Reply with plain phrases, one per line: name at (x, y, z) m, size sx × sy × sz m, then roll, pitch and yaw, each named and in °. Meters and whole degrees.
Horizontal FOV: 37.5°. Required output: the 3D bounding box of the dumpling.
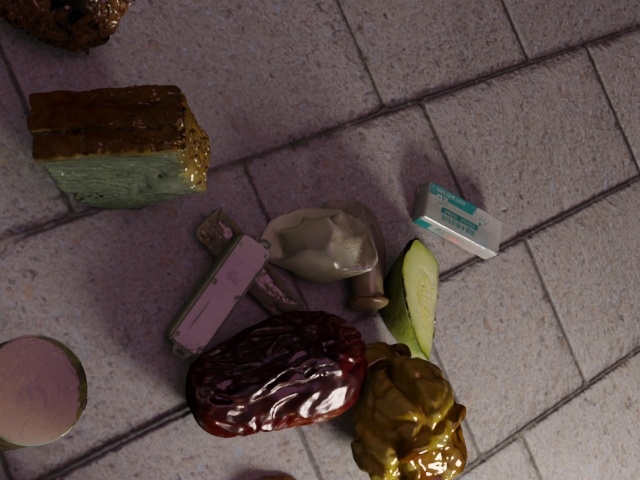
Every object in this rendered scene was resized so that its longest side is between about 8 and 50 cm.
dumpling at (0.004, 0.000, 1.899) m, size 0.126 × 0.216 × 0.166 m, roll 49°, pitch 42°, yaw -49°

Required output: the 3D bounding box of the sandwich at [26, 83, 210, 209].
sandwich at (-0.333, -0.150, 1.626) m, size 0.262 × 0.325 × 0.131 m, roll -4°, pitch 76°, yaw 2°

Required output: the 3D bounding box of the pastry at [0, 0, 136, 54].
pastry at (-0.464, -0.473, 1.683) m, size 0.275 × 0.193 × 0.274 m, roll 9°, pitch 72°, yaw -29°

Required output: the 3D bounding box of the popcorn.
popcorn at (0.160, 0.335, 1.843) m, size 0.225 × 0.264 × 0.332 m, roll -9°, pitch 55°, yaw -7°

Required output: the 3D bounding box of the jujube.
jujube at (-0.083, 0.255, 1.740) m, size 0.342 × 0.216 × 0.216 m, roll -13°, pitch 84°, yaw -27°

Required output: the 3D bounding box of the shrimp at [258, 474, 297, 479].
shrimp at (-0.055, 0.512, 1.764) m, size 0.187 × 0.052 × 0.132 m, roll 37°, pitch 60°, yaw -17°

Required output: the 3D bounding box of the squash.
squash at (0.209, 0.115, 1.990) m, size 0.204 × 0.155 × 0.236 m, roll 17°, pitch 67°, yaw -27°

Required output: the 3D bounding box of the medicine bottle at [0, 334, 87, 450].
medicine bottle at (-0.472, 0.236, 1.400) m, size 0.151 × 0.322 × 0.151 m, roll 10°, pitch 72°, yaw -31°

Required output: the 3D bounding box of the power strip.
power strip at (-0.191, 0.102, 1.753) m, size 0.078 × 0.052 × 0.272 m, roll 39°, pitch 76°, yaw -17°

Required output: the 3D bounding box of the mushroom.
mushroom at (0.087, 0.025, 1.966) m, size 0.108 × 0.096 × 0.246 m, roll -9°, pitch 83°, yaw -36°

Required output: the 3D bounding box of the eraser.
eraser at (0.315, -0.046, 2.163) m, size 0.225 × 0.052 × 0.095 m, roll 26°, pitch 62°, yaw -25°

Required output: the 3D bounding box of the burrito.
burrito at (-0.131, 0.055, 1.839) m, size 0.275 × 0.059 × 0.082 m, roll 47°, pitch 68°, yaw -13°
